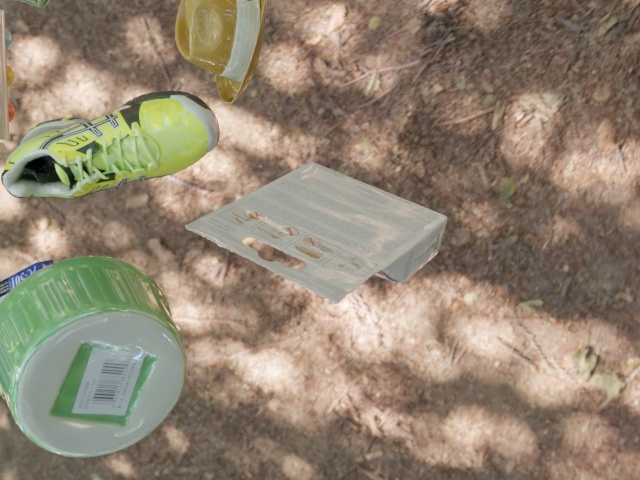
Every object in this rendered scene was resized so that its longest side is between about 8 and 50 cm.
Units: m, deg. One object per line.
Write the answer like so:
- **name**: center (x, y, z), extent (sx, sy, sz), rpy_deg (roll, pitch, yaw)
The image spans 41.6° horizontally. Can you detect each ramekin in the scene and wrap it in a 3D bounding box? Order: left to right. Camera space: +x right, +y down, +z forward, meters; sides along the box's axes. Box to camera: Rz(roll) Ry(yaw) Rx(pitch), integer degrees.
- **ramekin**: center (-0.358, 0.191, 1.327), extent (0.148, 0.303, 0.303), rpy_deg (40, 136, 52)

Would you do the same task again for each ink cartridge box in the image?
- **ink cartridge box**: center (-0.602, 0.118, 1.691), extent (0.207, 0.046, 0.097), rpy_deg (-24, 85, 29)
- **ink cartridge box**: center (0.000, 0.000, 0.856), extent (0.181, 0.224, 0.056), rpy_deg (25, 125, 24)

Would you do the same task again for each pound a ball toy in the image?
- **pound a ball toy**: center (-0.703, -0.325, 1.778), extent (0.208, 0.135, 0.319), rpy_deg (13, 106, 53)

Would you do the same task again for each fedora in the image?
- **fedora**: center (-0.125, -0.261, 1.000), extent (0.079, 0.194, 0.194), rpy_deg (4, 126, -24)

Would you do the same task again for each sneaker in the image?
- **sneaker**: center (-0.337, -0.132, 1.359), extent (0.384, 0.147, 0.145), rpy_deg (-12, 121, 22)

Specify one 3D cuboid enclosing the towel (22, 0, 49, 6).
- **towel**: center (-0.531, -0.428, 1.417), extent (0.148, 0.110, 0.027), rpy_deg (9, 112, -20)
